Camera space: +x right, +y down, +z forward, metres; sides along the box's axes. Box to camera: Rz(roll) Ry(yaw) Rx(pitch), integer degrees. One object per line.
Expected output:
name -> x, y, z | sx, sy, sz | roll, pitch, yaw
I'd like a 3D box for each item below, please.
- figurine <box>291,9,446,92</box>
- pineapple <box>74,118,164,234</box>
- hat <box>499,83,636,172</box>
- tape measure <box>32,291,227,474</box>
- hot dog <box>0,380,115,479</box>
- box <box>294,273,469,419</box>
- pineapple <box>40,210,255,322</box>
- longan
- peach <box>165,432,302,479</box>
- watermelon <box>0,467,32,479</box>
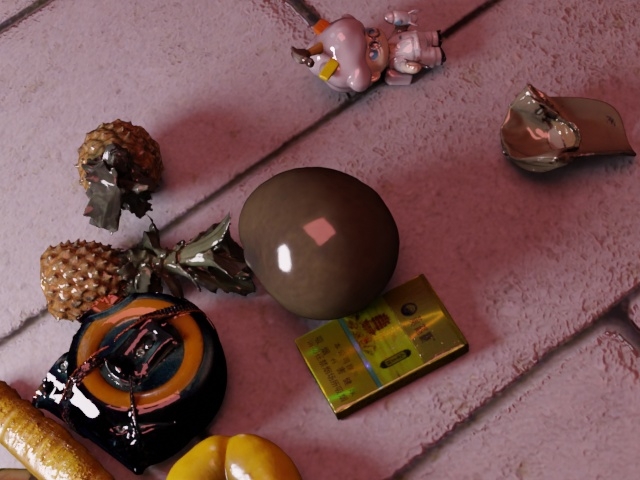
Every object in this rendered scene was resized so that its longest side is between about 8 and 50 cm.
figurine -> 0.066, -0.272, 1.885 | 0.229, 0.112, 0.137 | -5, 66, -9
pineapple -> -0.274, -0.083, 1.755 | 0.128, 0.128, 0.248 | -17, 19, -1
hat -> 0.341, -0.128, 1.781 | 0.175, 0.085, 0.147 | 7, 46, -13
tape measure -> -0.226, 0.171, 1.647 | 0.202, 0.135, 0.223 | 30, 66, 22
hot dog -> -0.356, 0.255, 1.646 | 0.289, 0.083, 0.068 | 35, 87, 28
box -> 0.079, 0.136, 1.680 | 0.193, 0.030, 0.121 | -28, 59, -7
pineapple -> -0.230, 0.040, 1.738 | 0.277, 0.119, 0.130 | -12, 33, 1
longan -> 0.000, 0.000, 1.680 | 0.196, 0.196, 0.220 | -36, 48, -12
peach -> -0.103, 0.313, 1.562 | 0.179, 0.103, 0.179 | -5, 56, 7
watermelon -> -0.435, 0.342, 1.618 | 0.087, 0.069, 0.163 | 12, 64, 17
